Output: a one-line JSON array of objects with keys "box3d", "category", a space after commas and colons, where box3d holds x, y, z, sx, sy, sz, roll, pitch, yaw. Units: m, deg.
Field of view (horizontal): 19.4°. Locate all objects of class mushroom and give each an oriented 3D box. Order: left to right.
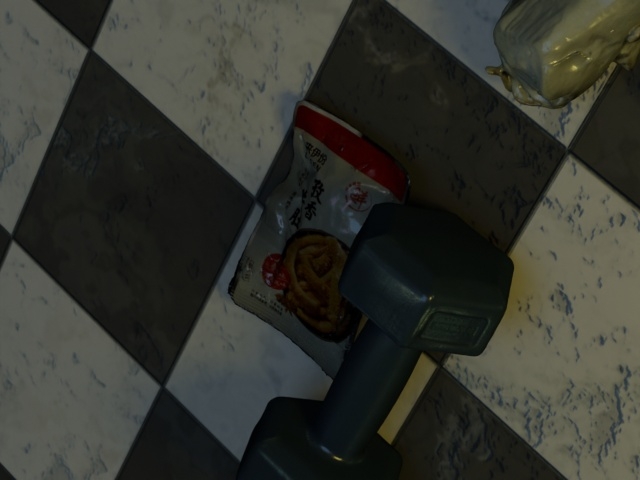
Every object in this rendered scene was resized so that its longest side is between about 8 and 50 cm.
[{"box3d": [0.240, -0.197, 1.470, 0.278, 0.096, 0.099, -36, 80, 34], "category": "mushroom"}]

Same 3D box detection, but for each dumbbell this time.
[{"box3d": [0.047, 0.121, 1.669, 0.144, 0.156, 0.316, 26, 121, -3], "category": "dumbbell"}]

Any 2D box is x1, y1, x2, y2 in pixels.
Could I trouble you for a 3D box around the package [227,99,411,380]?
[{"box3d": [0.000, 0.000, 1.747, 0.154, 0.030, 0.239, 37, 122, 28], "category": "package"}]
